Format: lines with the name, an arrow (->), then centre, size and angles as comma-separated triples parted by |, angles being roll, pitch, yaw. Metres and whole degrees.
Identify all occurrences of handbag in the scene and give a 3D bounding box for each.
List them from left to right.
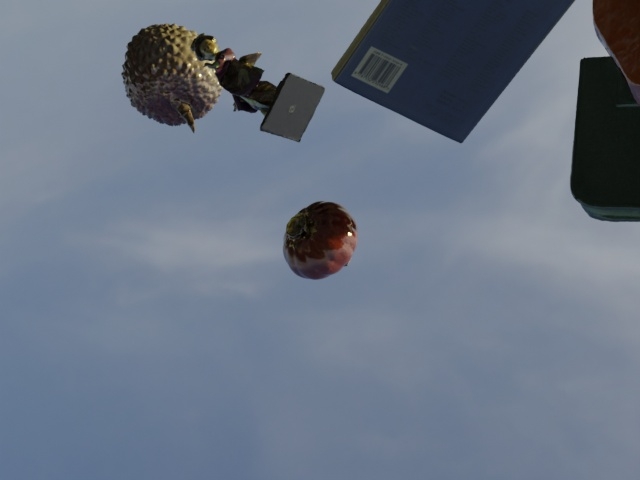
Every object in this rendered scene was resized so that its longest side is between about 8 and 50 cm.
handbag -> 0.504, -0.144, 1.951 | 0.326, 0.238, 0.089 | 1, 170, 24

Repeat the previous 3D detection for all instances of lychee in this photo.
lychee -> -0.234, -0.258, 2.302 | 0.165, 0.165, 0.197 | -18, -124, 4

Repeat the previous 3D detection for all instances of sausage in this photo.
sausage -> 0.435, -0.250, 1.780 | 0.153, 0.141, 0.268 | -54, -140, 30

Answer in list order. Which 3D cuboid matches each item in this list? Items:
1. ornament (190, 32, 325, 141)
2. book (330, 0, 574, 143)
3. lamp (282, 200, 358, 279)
ornament -> -0.103, -0.207, 1.833 | 0.203, 0.088, 0.081 | 35, -170, 27
book -> 0.162, -0.249, 1.670 | 0.269, 0.191, 0.025 | -53, -154, 30
lamp -> 0.000, 0.000, 1.750 | 0.101, 0.090, 0.101 | -30, -135, 34
